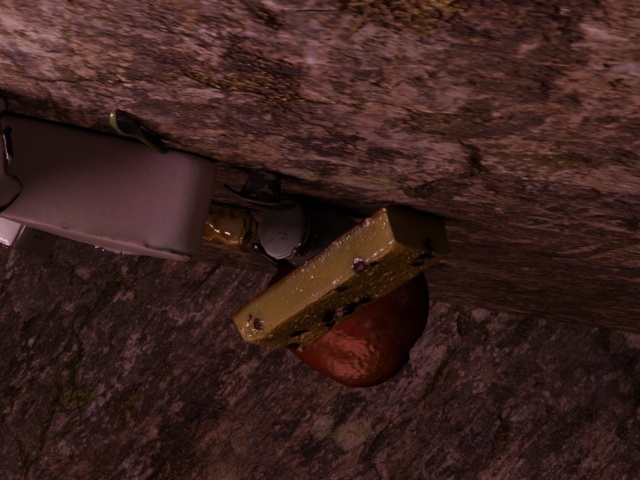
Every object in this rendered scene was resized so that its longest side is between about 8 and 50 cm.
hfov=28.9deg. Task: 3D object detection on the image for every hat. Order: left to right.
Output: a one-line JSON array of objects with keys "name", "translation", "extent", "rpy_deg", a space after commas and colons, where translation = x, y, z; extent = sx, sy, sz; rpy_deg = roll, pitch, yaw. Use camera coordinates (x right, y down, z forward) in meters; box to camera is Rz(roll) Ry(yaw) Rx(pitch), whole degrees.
[{"name": "hat", "translation": [-0.079, -0.072, 1.749], "extent": [0.121, 0.050, 0.121], "rpy_deg": [14, 178, 0]}]

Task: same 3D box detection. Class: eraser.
[{"name": "eraser", "translation": [-0.297, -0.065, 1.777], "extent": [0.331, 0.150, 0.331], "rpy_deg": [14, 174, 1]}]

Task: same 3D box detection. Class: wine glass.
[{"name": "wine glass", "translation": [0.000, 0.000, 1.999], "extent": [0.111, 0.111, 0.204], "rpy_deg": [6, 173, 41]}]

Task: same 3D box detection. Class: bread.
[{"name": "bread", "translation": [-0.286, -0.045, 2.290], "extent": [0.367, 0.084, 0.077], "rpy_deg": [11, 135, 19]}, {"name": "bread", "translation": [0.028, 0.068, 1.931], "extent": [0.138, 0.077, 0.361], "rpy_deg": [12, 143, -44]}]

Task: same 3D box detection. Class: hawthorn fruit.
[{"name": "hawthorn fruit", "translation": [0.027, 0.103, 2.353], "extent": [0.369, 0.285, 0.285], "rpy_deg": [35, 171, -7]}]

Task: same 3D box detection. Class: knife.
[{"name": "knife", "translation": [-0.230, -0.135, 1.567], "extent": [0.026, 0.022, 0.184], "rpy_deg": [-16, 167, 11]}]

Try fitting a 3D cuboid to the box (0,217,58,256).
[{"name": "box", "translation": [-0.574, -0.085, 1.997], "extent": [0.299, 0.106, 0.200], "rpy_deg": [26, 176, 6]}]

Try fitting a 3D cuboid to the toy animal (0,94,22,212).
[{"name": "toy animal", "translation": [-0.505, -0.100, 1.545], "extent": [0.212, 0.213, 0.266], "rpy_deg": [16, 168, -41]}]
